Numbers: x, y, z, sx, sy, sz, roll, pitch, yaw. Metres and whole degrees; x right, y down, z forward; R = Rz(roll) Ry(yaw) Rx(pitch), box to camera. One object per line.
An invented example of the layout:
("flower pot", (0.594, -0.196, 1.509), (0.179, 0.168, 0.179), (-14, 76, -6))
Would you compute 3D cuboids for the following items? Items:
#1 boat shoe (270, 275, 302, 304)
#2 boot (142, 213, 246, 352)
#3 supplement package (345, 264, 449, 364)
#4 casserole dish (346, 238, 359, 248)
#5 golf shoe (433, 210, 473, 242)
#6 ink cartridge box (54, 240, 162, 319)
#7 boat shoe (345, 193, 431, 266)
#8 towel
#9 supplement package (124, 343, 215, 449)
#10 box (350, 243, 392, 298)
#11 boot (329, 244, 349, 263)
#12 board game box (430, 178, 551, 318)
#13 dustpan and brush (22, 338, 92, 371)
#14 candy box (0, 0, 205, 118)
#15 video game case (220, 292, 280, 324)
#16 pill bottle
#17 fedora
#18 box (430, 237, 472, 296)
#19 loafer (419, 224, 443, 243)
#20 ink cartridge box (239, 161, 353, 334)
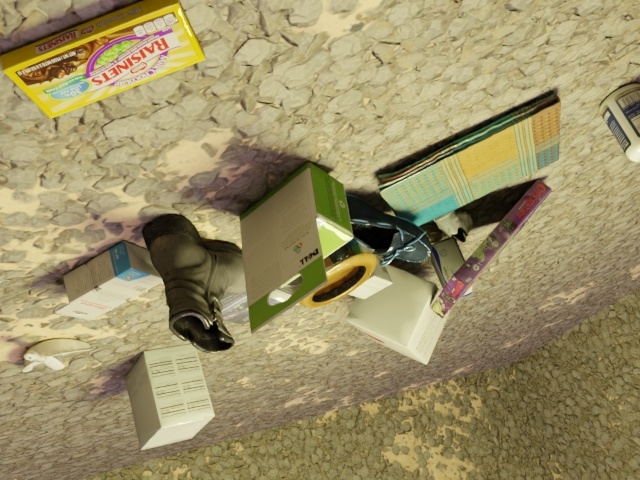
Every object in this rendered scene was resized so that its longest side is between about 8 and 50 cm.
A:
("boat shoe", (-0.037, 0.091, 1.528), (0.267, 0.096, 0.088), (10, 106, -50))
("boot", (-0.204, 0.110, 1.248), (0.118, 0.223, 0.338), (-29, 154, 15))
("supplement package", (0.210, 0.193, 1.761), (0.175, 0.177, 0.293), (-64, 156, -9))
("casserole dish", (0.000, 0.000, 1.426), (0.188, 0.037, 0.114), (-8, 153, -29))
("golf shoe", (0.317, -0.026, 1.572), (0.069, 0.086, 0.176), (-35, 155, 25))
("ink cartridge box", (-0.391, 0.077, 1.234), (0.180, 0.060, 0.104), (-27, 156, 14))
("boat shoe", (0.121, 0.000, 1.359), (0.258, 0.089, 0.109), (19, 126, -27))
("towel", (0.307, -0.146, 1.367), (0.370, 0.040, 0.271), (-26, 156, 8))
("supplement package", (-0.399, 0.410, 1.768), (0.149, 0.203, 0.194), (-4, 152, -34))
("box", (0.096, 0.069, 1.571), (0.087, 0.101, 0.102), (-31, 153, 23))
("boot", (0.013, -0.001, 1.308), (0.045, 0.099, 0.121), (-24, -173, 18))
("board game box", (0.402, 0.022, 1.598), (0.347, 0.056, 0.208), (-44, 161, -23))
("dustpan and brush", (-0.587, 0.248, 1.440), (0.147, 0.060, 0.211), (-19, 157, -5))
("candy box", (-0.245, -0.211, 0.778), (0.205, 0.027, 0.105), (-21, 160, 1))
("video game case", (-0.189, 0.133, 1.570), (0.196, 0.026, 0.274), (-31, 156, 21))
("pill bottle", (0.628, -0.214, 1.317), (0.094, 0.169, 0.094), (-17, 157, -8))
("fedora", (0.025, 0.066, 1.442), (0.194, 0.079, 0.194), (-24, 154, -13))
("box", (0.343, 0.079, 1.767), (0.072, 0.126, 0.137), (-21, 157, 4))
("loafer", (0.242, -0.006, 1.594), (0.148, 0.050, 0.056), (4, 146, -45))
("ink cartridge box", (-0.039, 0.025, 1.153), (0.188, 0.255, 0.097), (-35, 136, 30))
